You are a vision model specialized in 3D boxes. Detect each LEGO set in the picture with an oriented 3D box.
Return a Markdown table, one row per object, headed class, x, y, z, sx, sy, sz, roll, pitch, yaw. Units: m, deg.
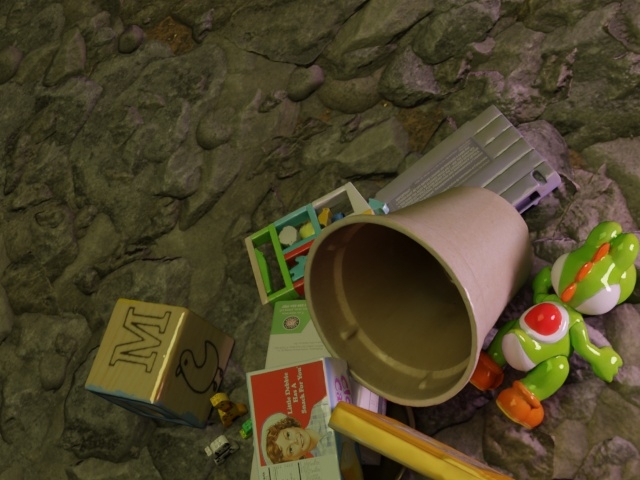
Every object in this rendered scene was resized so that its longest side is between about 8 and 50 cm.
| class | x | y | z | sx | sy | sz | roll | pitch | yaw |
| --- | --- | --- | --- | --- | --- | --- | --- | --- | --- |
| LEGO set | -0.153 | 0.323 | 1.936 | 0.227 | 0.093 | 0.087 | -41 | 52 | 5 |

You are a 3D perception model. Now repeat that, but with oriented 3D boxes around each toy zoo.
| class | x | y | z | sx | sy | sz | roll | pitch | yaw |
| --- | --- | --- | --- | --- | --- | --- | --- | --- | --- |
| toy zoo | 0.000 | 0.000 | 1.960 | 0.293 | 0.030 | 0.192 | -27 | 45 | 9 |

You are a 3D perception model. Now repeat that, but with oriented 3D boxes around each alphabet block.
| class | x | y | z | sx | sy | sz | roll | pitch | yaw |
| --- | --- | --- | --- | --- | --- | --- | --- | --- | --- |
| alphabet block | -0.322 | 0.247 | 2.015 | 0.193 | 0.192 | 0.197 | 6 | 69 | 30 |

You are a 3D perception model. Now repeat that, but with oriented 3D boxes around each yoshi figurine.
| class | x | y | z | sx | sy | sz | roll | pitch | yaw |
| --- | --- | --- | --- | --- | --- | --- | --- | --- | --- |
| yoshi figurine | 0.419 | 0.134 | 1.701 | 0.362 | 0.203 | 0.203 | -54 | 10 | 11 |

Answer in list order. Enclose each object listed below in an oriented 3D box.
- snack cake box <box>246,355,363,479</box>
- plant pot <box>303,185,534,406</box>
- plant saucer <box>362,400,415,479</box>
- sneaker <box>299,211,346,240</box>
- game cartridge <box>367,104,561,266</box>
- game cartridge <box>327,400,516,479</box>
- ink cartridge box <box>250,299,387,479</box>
| class | x | y | z | sx | sy | sz | roll | pitch | yaw |
| --- | --- | --- | --- | --- | --- | --- | --- | --- | --- |
| snack cake box | -0.023 | 0.335 | 1.640 | 0.152 | 0.089 | 0.265 | -15 | 73 | 26 |
| plant pot | 0.193 | 0.059 | 1.692 | 0.333 | 0.334 | 0.305 | 15 | 32 | 34 |
| plant saucer | 0.050 | 0.367 | 1.832 | 0.277 | 0.041 | 0.278 | -14 | 58 | 23 |
| sneaker | 0.040 | 0.033 | 1.988 | 0.126 | 0.091 | 0.240 | -31 | 53 | 11 |
| game cartridge | 0.260 | -0.083 | 1.949 | 0.355 | 0.068 | 0.230 | -38 | 48 | 7 |
| game cartridge | 0.202 | 0.351 | 1.572 | 0.323 | 0.285 | 0.053 | 20 | 83 | 27 |
| ink cartridge box | 0.006 | 0.287 | 1.799 | 0.207 | 0.119 | 0.354 | -4 | 62 | 26 |
